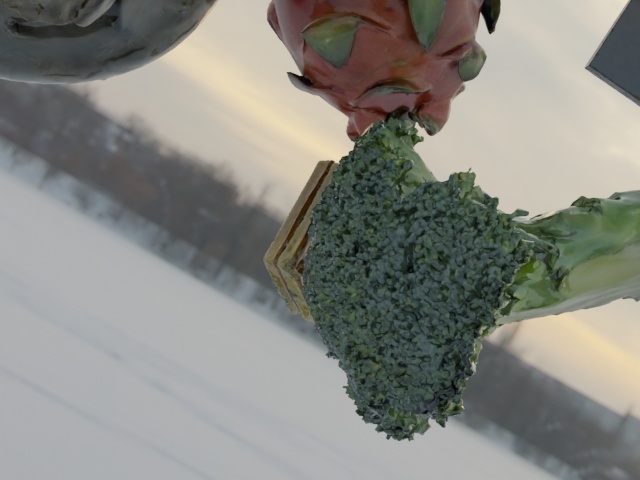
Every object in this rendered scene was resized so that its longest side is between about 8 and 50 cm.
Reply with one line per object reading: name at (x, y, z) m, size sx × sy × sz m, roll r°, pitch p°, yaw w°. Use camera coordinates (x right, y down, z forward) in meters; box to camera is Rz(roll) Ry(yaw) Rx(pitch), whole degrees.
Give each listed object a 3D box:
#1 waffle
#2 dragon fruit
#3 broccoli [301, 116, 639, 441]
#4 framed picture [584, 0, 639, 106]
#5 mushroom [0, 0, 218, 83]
waffle at (-0.001, 0.000, 1.820) m, size 0.042 × 0.148 × 0.102 m, roll 10°, pitch -35°, yaw 29°
dragon fruit at (0.059, -0.213, 1.657) m, size 0.227 × 0.224 × 0.224 m, roll 57°, pitch -15°, yaw -25°
broccoli at (0.167, 0.002, 1.333) m, size 0.221 × 0.361 × 0.252 m, roll 53°, pitch -12°, yaw 47°
framed picture at (0.388, -0.192, 1.898) m, size 0.168 × 0.128 × 0.023 m, roll 34°, pitch -6°, yaw -4°
mushroom at (-0.235, -0.286, 1.496) m, size 0.362 × 0.362 × 0.294 m, roll 31°, pitch 29°, yaw -26°
